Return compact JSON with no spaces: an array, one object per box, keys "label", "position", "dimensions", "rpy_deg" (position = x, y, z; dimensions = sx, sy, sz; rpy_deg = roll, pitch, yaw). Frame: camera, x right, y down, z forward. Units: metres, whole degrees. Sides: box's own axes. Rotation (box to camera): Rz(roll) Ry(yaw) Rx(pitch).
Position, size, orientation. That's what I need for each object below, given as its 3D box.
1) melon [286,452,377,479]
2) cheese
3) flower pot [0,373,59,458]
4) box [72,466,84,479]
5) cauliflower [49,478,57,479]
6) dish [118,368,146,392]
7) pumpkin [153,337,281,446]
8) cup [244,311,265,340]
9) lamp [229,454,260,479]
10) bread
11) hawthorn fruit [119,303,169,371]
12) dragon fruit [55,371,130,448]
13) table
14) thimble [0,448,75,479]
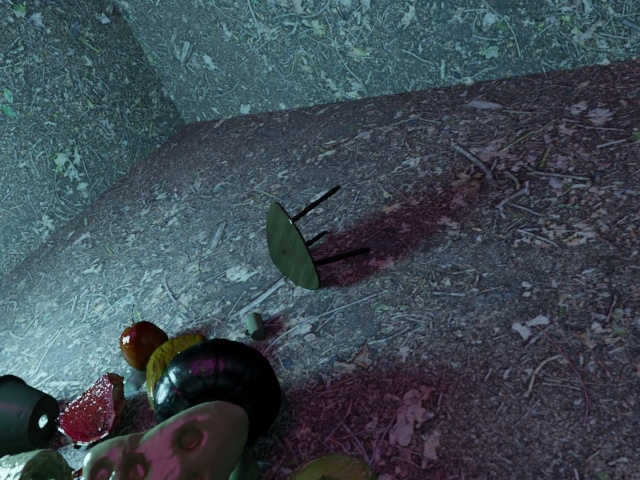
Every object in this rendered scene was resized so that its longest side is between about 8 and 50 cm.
[{"label":"melon","position":[0.023,0.537,1.121],"dimensions":[0.209,0.064,0.118],"rpy_deg":[-8,37,22]},{"label":"cheese","position":[-0.282,0.529,1.047],"dimensions":[0.351,0.130,0.328],"rpy_deg":[-16,53,-18]},{"label":"flower pot","position":[-0.942,0.563,1.608],"dimensions":[0.166,0.269,0.269],"rpy_deg":[4,38,3]},{"label":"box","position":[-0.662,0.661,1.445],"dimensions":[0.082,0.023,0.051],"rpy_deg":[-32,33,-10]},{"label":"cauliflower","position":[-0.549,0.683,1.193],"dimensions":[0.275,0.272,0.250],"rpy_deg":[5,6,37]},{"label":"dish","position":[-0.649,0.460,1.696],"dimensions":[0.137,0.039,0.091],"rpy_deg":[-14,35,15]},{"label":"pumpkin","position":[-0.263,0.396,1.308],"dimensions":[0.315,0.315,0.238],"rpy_deg":[-29,16,-5]},{"label":"cup","position":[-0.216,0.281,1.637],"dimensions":[0.074,0.054,0.083],"rpy_deg":[-26,35,-2]},{"label":"lamp","position":[-0.194,0.589,1.187],"dimensions":[0.091,0.091,0.163],"rpy_deg":[-10,53,23]},{"label":"bread","position":[-0.407,0.406,1.520],"dimensions":[0.227,0.142,0.253],"rpy_deg":[-18,31,-2]},{"label":"hawthorn fruit","position":[-0.600,0.326,1.694],"dimensions":[0.162,0.204,0.163],"rpy_deg":[-22,24,10]},{"label":"dragon fruit","position":[-0.660,0.532,1.550],"dimensions":[0.274,0.126,0.161],"rpy_deg":[-41,66,13]},{"label":"table","position":[0.000,0.000,1.758],"dimensions":[0.249,0.317,0.317],"rpy_deg":[-27,30,-27]},{"label":"thimble","position":[-0.767,0.673,1.334],"dimensions":[0.148,0.196,0.229],"rpy_deg":[-18,48,14]}]
